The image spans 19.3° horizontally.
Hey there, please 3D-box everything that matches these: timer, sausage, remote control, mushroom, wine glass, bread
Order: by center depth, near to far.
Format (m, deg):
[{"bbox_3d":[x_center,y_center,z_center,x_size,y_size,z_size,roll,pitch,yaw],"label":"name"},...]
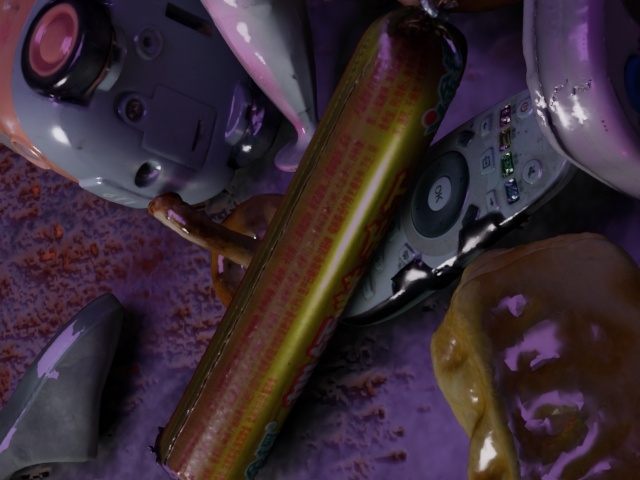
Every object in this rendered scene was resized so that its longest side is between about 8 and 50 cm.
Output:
[{"bbox_3d":[0.153,0.118,1.094,0.152,0.130,0.267,-32,59,25],"label":"bread"},{"bbox_3d":[0.184,-0.121,1.096,0.069,0.208,0.190,-8,71,35],"label":"timer"},{"bbox_3d":[0.082,-0.017,1.195,0.256,0.045,0.097,-36,46,47],"label":"remote control"},{"bbox_3d":[0.000,0.000,1.205,0.082,0.082,0.371,44,118,35],"label":"sausage"},{"bbox_3d":[-0.029,-0.127,1.274,0.073,0.073,0.155,-10,113,31],"label":"wine glass"},{"bbox_3d":[-0.055,-0.001,1.298,0.129,0.073,0.088,34,113,2],"label":"mushroom"}]

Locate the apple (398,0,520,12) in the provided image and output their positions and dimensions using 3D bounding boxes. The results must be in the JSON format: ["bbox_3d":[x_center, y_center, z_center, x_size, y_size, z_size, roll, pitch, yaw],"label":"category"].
[{"bbox_3d":[0.095,-0.273,1.229,0.293,0.163,0.251,34,126,50],"label":"apple"}]

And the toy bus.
[{"bbox_3d":[-0.155,-0.168,1.358,0.232,0.194,0.287,3,77,43],"label":"toy bus"}]

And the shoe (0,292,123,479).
[{"bbox_3d":[-0.192,0.131,1.367,0.078,0.079,0.195,40,91,0],"label":"shoe"}]
